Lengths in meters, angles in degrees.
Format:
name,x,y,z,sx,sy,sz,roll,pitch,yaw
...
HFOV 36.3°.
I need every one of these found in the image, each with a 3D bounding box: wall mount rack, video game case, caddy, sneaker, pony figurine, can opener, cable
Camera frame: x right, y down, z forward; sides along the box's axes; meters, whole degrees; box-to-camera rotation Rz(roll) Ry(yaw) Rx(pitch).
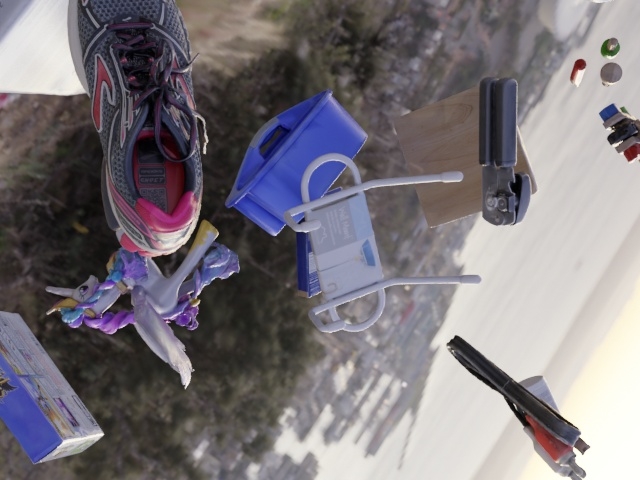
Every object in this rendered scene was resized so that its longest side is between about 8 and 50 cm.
name,x,y,z,sx,sy,sz,roll,pitch,yaw
wall mount rack,0.106,0.010,1.711,0.304,0.130,0.350,-20,115,-13
video game case,-0.483,0.233,1.596,0.061,0.269,0.244,-38,172,-4
caddy,-0.064,-0.175,2.071,0.341,0.179,0.241,-52,-170,-22
sneaker,-0.161,-0.138,0.924,0.121,0.299,0.112,-12,175,-19
pony figurine,-0.348,0.115,2.067,0.363,0.351,0.303,-47,-177,-14
can opener,0.348,-0.166,1.838,0.095,0.076,0.283,-13,107,-42
cable,0.282,0.244,1.433,0.072,0.287,0.139,-50,157,-4

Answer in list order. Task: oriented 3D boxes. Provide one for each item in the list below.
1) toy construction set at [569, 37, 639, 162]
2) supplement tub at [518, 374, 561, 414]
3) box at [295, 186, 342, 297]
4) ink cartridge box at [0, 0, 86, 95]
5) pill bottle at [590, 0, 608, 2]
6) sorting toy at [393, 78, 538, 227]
name,x,y,z,sx,sy,sz,roll,pitch,yaw
toy construction set,0.632,-0.257,1.920,0.257,0.309,0.237,-56,170,1
supplement tub,0.419,0.322,1.879,0.071,0.107,0.071,-23,-178,1
box,0.000,0.000,2.158,0.136,0.036,0.225,-23,119,-49
ink cartridge box,-0.367,-0.358,1.453,0.308,0.091,0.385,-47,177,14
pill bottle,0.369,-0.439,1.320,0.146,0.146,0.264,-56,149,-9
sorting toy,0.324,-0.189,2.135,0.257,0.255,0.089,-19,180,28
